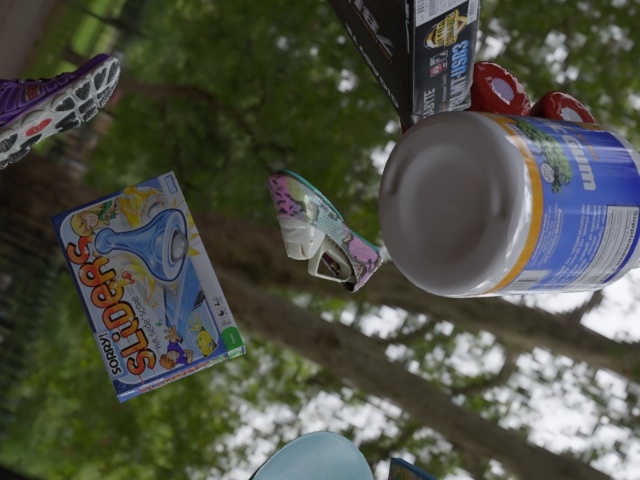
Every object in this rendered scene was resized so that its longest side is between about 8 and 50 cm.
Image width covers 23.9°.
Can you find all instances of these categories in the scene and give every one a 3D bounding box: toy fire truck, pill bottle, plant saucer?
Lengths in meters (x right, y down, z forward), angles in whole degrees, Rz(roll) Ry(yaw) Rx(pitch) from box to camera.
[{"bbox_3d":[0.247,-0.073,1.981,0.169,0.302,0.254,-45,-139,39],"label":"toy fire truck"},{"bbox_3d":[0.190,-0.029,1.290,0.152,0.272,0.152,1,-89,43],"label":"pill bottle"},{"bbox_3d":[-0.027,0.231,1.103,0.037,0.195,0.195,10,-111,37],"label":"plant saucer"}]

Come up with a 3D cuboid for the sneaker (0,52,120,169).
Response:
[{"bbox_3d":[-0.270,-0.137,1.435,0.170,0.071,0.068,-31,163,-13],"label":"sneaker"}]

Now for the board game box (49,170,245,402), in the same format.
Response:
[{"bbox_3d":[-0.175,0.045,1.518,0.136,0.201,0.035,-22,163,-8],"label":"board game box"}]

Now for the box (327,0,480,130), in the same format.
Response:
[{"bbox_3d":[0.030,-0.269,1.233,0.073,0.296,0.293,-27,162,-8],"label":"box"}]

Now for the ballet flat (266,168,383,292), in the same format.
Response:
[{"bbox_3d":[0.000,0.000,1.805,0.077,0.221,0.079,13,-109,39],"label":"ballet flat"}]

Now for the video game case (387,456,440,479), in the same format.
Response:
[{"bbox_3d":[0.097,0.337,1.676,0.119,0.015,0.166,18,-80,64],"label":"video game case"}]
